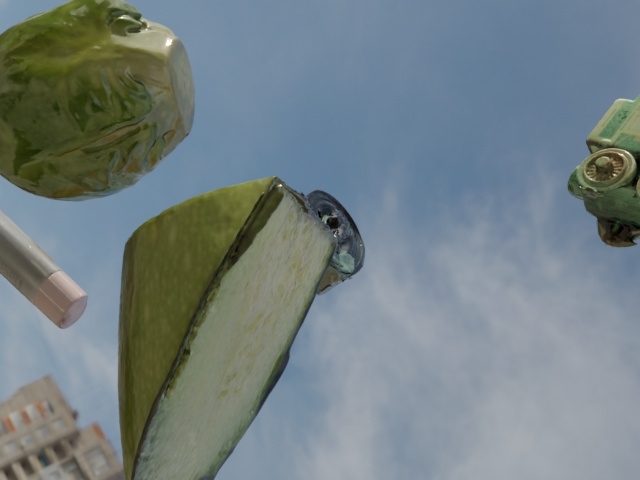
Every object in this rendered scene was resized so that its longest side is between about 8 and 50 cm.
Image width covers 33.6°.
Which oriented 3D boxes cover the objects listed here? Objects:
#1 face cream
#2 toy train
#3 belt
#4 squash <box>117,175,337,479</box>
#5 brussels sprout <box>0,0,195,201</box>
[{"bbox_3d":[-0.375,0.025,1.324,0.198,0.057,0.084,42,-26,5],"label":"face cream"},{"bbox_3d":[0.279,-0.045,0.775,0.194,0.125,0.080,20,-26,45],"label":"toy train"},{"bbox_3d":[0.000,0.000,1.147,0.058,0.140,0.105,-32,-77,23],"label":"belt"},{"bbox_3d":[-0.075,0.049,0.555,0.085,0.184,0.192,27,-5,15],"label":"squash"},{"bbox_3d":[-0.162,-0.088,0.725,0.155,0.155,0.117,132,-41,-58],"label":"brussels sprout"}]
